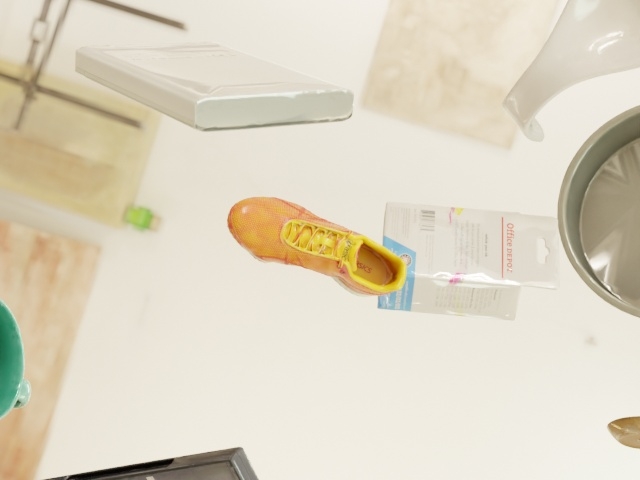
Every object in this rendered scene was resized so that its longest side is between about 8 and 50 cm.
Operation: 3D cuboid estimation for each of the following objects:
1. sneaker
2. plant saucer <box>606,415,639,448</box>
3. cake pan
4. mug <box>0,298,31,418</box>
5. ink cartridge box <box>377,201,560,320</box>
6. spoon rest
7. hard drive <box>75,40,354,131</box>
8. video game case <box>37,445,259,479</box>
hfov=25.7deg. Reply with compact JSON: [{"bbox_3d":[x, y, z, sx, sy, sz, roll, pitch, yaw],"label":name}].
[{"bbox_3d":[0.000,0.000,1.252,0.067,0.175,0.064,-20,-126,63],"label":"sneaker"},{"bbox_3d":[0.344,0.205,1.479,0.083,0.083,0.015,100,-3,-65],"label":"plant saucer"},{"bbox_3d":[0.435,-0.031,1.688,0.054,0.293,0.293,54,51,-63],"label":"cake pan"},{"bbox_3d":[-0.367,0.130,1.399,0.129,0.097,0.157,-61,141,-56],"label":"mug"},{"bbox_3d":[0.153,0.023,1.456,0.061,0.181,0.104,92,4,-49],"label":"ink cartridge box"},{"bbox_3d":[0.283,-0.203,1.410,0.276,0.137,0.084,-47,163,31],"label":"spoon rest"},{"bbox_3d":[-0.130,-0.185,1.636,0.307,0.203,0.040,28,-60,52],"label":"hard drive"},{"bbox_3d":[-0.144,0.292,1.291,0.196,0.274,0.026,65,32,-17],"label":"video game case"}]
